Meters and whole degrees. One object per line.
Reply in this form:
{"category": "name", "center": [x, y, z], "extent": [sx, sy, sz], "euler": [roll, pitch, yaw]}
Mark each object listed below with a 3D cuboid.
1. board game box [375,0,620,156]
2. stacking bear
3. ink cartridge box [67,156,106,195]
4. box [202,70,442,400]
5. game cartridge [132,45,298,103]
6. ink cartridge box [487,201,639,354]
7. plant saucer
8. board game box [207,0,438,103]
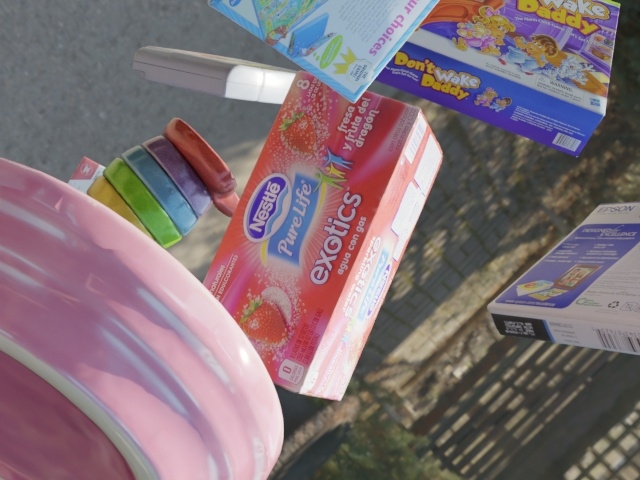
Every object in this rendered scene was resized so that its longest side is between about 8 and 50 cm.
{"category": "board game box", "center": [0.196, -0.269, 1.156], "extent": [0.078, 0.347, 0.233], "euler": [110, 1, -51]}
{"category": "stacking bear", "center": [-0.279, -0.034, 1.329], "extent": [0.289, 0.164, 0.175], "euler": [-39, 164, -11]}
{"category": "ink cartridge box", "center": [-0.459, -0.083, 1.984], "extent": [0.115, 0.198, 0.067], "euler": [-64, -171, -14]}
{"category": "box", "center": [0.000, 0.000, 0.938], "extent": [0.300, 0.142, 0.154], "euler": [-67, 159, -5]}
{"category": "game cartridge", "center": [-0.123, -0.251, 1.397], "extent": [0.294, 0.196, 0.060], "euler": [-14, 121, -63]}
{"category": "ink cartridge box", "center": [0.449, 0.044, 1.305], "extent": [0.307, 0.072, 0.303], "euler": [-35, -162, -28]}
{"category": "plant saucer", "center": [-0.188, 0.091, 0.603], "extent": [0.084, 0.332, 0.332], "euler": [-57, 167, -38]}
{"category": "board game box", "center": [0.025, -0.162, 0.483], "extent": [0.103, 0.026, 0.154], "euler": [31, 114, -24]}
